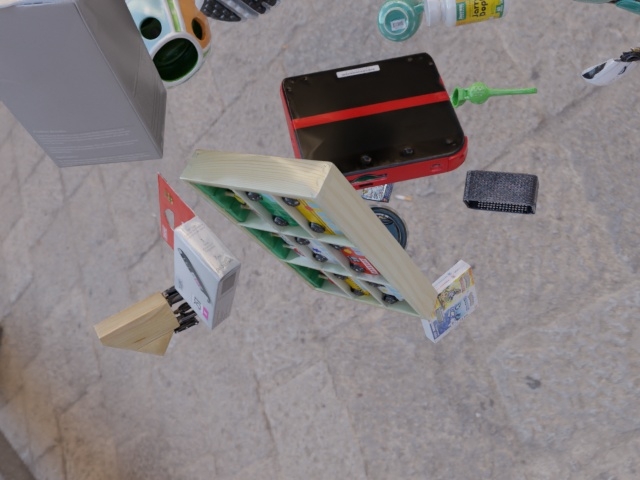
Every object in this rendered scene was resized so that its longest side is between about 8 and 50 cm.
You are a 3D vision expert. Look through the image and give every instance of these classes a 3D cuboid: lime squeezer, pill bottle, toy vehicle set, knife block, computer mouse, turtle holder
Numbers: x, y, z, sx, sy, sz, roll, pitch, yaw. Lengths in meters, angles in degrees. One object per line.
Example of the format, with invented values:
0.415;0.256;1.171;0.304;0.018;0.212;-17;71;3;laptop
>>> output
0.399;-0.386;1.602;0.310;0.110;0.058;1;108;46;lime squeezer
0.388;-0.640;1.624;0.209;0.117;0.117;-9;74;4;pill bottle
0.000;0.000;0.630;0.166;0.267;0.035;11;68;37;toy vehicle set
-0.487;0.206;1.774;0.088;0.276;0.242;29;98;56;knife block
0.668;-0.381;1.357;0.193;0.106;0.042;168;100;-74;computer mouse
-0.415;-0.474;1.461;0.227;0.320;0.243;55;160;37;turtle holder

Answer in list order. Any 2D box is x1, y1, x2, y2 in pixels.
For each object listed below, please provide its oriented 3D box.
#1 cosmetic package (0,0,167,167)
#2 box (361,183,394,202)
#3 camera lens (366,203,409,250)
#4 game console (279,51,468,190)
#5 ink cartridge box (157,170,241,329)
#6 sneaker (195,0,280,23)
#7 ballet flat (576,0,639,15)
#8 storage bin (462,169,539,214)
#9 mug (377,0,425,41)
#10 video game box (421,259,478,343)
-0.243;-0.174;0.589;0.127;0.238;0.107;-3;63;0;cosmetic package
0.182;-0.170;1.906;0.137;0.027;0.093;16;90;64;box
0.180;-0.017;2.100;0.274;0.220;0.219;-121;43;-87;camera lens
0.119;-0.277;1.402;0.387;0.060;0.341;-11;58;-4;game console
-0.259;0.030;1.173;0.239;0.060;0.275;46;153;11;ink cartridge box
-0.076;-0.443;0.910;0.292;0.110;0.118;-31;51;28;sneaker
0.595;-0.513;1.214;0.083;0.247;0.087;-162;80;-77;ballet flat
0.477;-0.127;1.600;0.180;0.122;0.084;8;84;23;storage bin
0.239;-0.665;1.785;0.129;0.097;0.157;32;125;-1;mug
0.376;0.183;1.783;0.187;0.205;0.048;-39;46;-14;video game box
